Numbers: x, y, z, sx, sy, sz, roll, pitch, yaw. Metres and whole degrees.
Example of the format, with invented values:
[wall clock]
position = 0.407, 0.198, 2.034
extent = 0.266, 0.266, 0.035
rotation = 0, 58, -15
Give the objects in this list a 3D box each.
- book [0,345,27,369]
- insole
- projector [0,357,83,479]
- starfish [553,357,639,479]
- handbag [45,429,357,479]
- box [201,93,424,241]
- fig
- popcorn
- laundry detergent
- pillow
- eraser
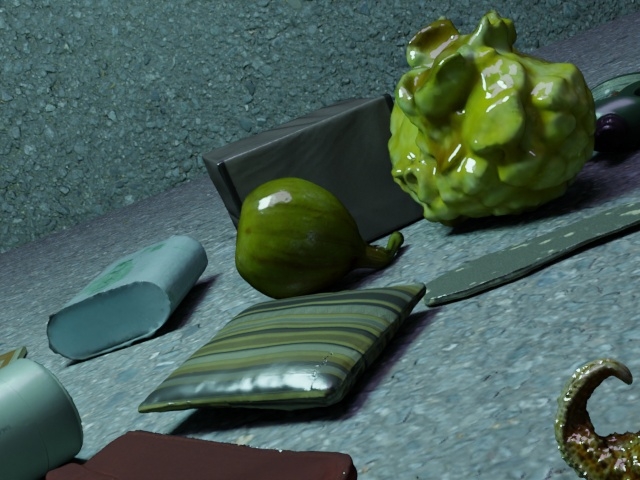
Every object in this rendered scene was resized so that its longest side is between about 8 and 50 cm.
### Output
[book]
position = -0.527, 0.214, 1.270
extent = 0.242, 0.018, 0.170
rotation = -22, 11, -7
[insole]
position = 0.214, 0.013, 0.921
extent = 0.248, 0.011, 0.081
rotation = -21, 13, 0
[projector]
position = -0.357, 0.219, 0.752
extent = 0.108, 0.108, 0.337
rotation = -8, 18, 46
[starfish]
position = 0.202, 0.091, 0.445
extent = 0.146, 0.074, 0.190
rotation = -23, 12, -4
[handbag]
position = -0.129, 0.199, 0.512
extent = 0.275, 0.084, 0.260
rotation = -9, 18, 47
[box]
position = -0.009, -0.077, 1.278
extent = 0.252, 0.188, 0.153
rotation = -26, 13, -14
[fig]
position = -0.011, 0.011, 1.094
extent = 0.148, 0.186, 0.142
rotation = 57, -122, -83
[popcorn]
position = 0.198, -0.143, 1.122
extent = 0.224, 0.270, 0.258
rotation = -23, -33, -24
[laundry detergent]
position = 0.405, -0.167, 1.231
extent = 0.144, 0.078, 0.222
rotation = -11, 14, 24
[pillow]
position = -0.029, 0.098, 0.857
extent = 0.208, 0.052, 0.212
rotation = -10, 18, 32
[eraser]
position = -0.259, 0.074, 1.281
extent = 0.174, 0.081, 0.227
rotation = -19, 13, 10
